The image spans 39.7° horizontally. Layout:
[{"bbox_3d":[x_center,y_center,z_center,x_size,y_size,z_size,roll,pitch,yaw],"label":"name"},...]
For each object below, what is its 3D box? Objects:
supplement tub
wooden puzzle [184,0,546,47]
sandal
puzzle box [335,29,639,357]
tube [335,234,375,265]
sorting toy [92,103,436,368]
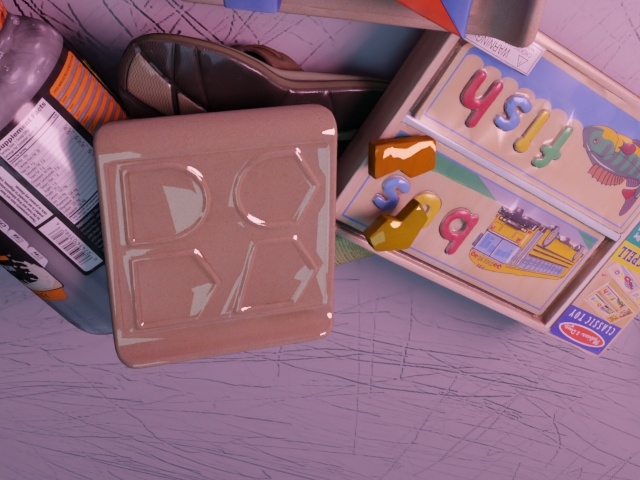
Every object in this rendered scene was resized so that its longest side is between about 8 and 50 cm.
[{"bbox_3d":[-0.260,-0.071,0.834,0.194,0.193,0.316,-26,127,18],"label":"supplement tub"},{"bbox_3d":[0.009,-0.270,0.644,0.348,0.080,0.322,12,149,8],"label":"wooden puzzle"},{"bbox_3d":[-0.052,-0.136,0.870,0.303,0.086,0.120,6,127,-28],"label":"sandal"},{"bbox_3d":[0.226,-0.051,0.925,0.409,0.052,0.272,24,113,-25],"label":"puzzle box"},{"bbox_3d":[0.000,0.000,1.007,0.240,0.062,0.070,-17,89,16],"label":"tube"},{"bbox_3d":[-0.044,-0.011,0.820,0.307,0.041,0.229,-8,113,-16],"label":"sorting toy"}]
